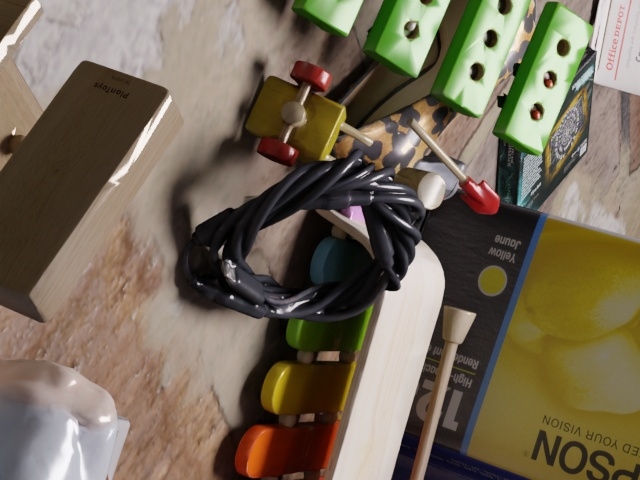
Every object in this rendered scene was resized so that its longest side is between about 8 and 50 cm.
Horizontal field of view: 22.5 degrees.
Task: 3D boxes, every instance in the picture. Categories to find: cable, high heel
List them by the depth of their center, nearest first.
[{"bbox_3d":[0.000,0.000,1.109,0.150,0.047,0.184,-42,143,18],"label":"cable"},{"bbox_3d":[0.082,-0.159,1.216,0.186,0.093,0.261,7,99,-59],"label":"high heel"}]

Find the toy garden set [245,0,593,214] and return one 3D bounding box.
[{"bbox_3d":[0.065,-0.117,1.146,0.244,0.049,0.204,28,83,-36],"label":"toy garden set"}]

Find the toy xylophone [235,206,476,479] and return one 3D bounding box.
[{"bbox_3d":[0.025,0.131,1.287,0.236,0.081,0.323,25,83,-63],"label":"toy xylophone"}]

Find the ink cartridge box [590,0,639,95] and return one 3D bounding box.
[{"bbox_3d":[0.356,-0.230,1.754,0.198,0.067,0.115,-35,137,-52],"label":"ink cartridge box"}]

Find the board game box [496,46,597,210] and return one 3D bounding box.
[{"bbox_3d":[0.228,-0.103,1.624,0.186,0.026,0.126,-44,143,-45],"label":"board game box"}]

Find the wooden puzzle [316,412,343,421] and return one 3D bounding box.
[{"bbox_3d":[0.011,0.155,1.369,0.083,0.006,0.049,-39,139,-50],"label":"wooden puzzle"}]

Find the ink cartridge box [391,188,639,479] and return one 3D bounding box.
[{"bbox_3d":[0.188,0.134,1.370,0.072,0.303,0.307,29,79,-61],"label":"ink cartridge box"}]

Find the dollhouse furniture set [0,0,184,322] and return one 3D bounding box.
[{"bbox_3d":[-0.138,-0.023,0.767,0.144,0.151,0.123,-59,153,-23],"label":"dollhouse furniture set"}]

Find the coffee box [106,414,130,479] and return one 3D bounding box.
[{"bbox_3d":[-0.206,0.191,0.830,0.141,0.098,0.247,21,87,-65],"label":"coffee box"}]

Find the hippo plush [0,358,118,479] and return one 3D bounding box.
[{"bbox_3d":[-0.185,0.142,0.611,0.294,0.236,0.234,-27,100,-20],"label":"hippo plush"}]
